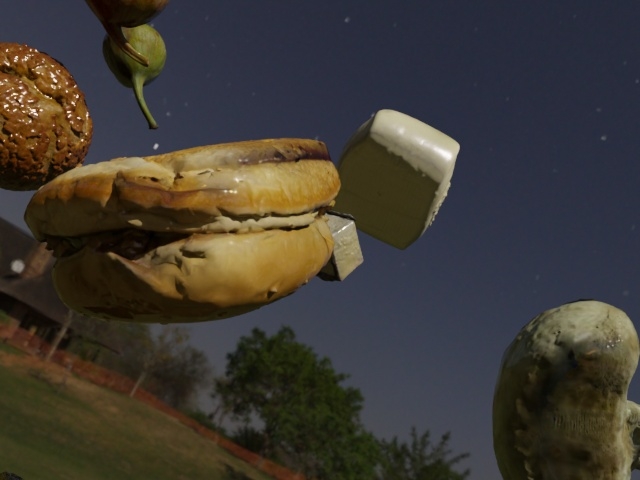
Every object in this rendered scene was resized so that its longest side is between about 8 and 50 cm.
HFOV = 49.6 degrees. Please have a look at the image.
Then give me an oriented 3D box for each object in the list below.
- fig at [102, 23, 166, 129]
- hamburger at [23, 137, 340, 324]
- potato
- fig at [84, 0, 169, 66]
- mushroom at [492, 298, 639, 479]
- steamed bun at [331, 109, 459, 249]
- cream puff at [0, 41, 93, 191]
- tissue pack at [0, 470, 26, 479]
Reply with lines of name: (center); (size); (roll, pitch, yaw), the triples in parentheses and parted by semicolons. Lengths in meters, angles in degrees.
fig: (-0.395, -0.352, 1.495); (0.149, 0.245, 0.149); (-13, -22, -5)
hamburger: (-0.134, -0.016, 0.748); (0.305, 0.174, 0.284); (-1, 14, 36)
potato: (-0.001, 0.000, 0.965); (0.122, 0.061, 0.086); (20, -53, 50)
fig: (-0.371, -0.452, 1.284); (0.175, 0.207, 0.175); (22, 9, -4)
mushroom: (0.362, 0.259, 0.992); (0.248, 0.343, 0.130); (14, 8, 31)
steamed bun: (0.131, -0.118, 1.239); (0.200, 0.154, 0.250); (27, -45, 4)
cream puff: (-0.553, -0.238, 1.293); (0.212, 0.302, 0.303); (-27, -47, 27)
tissue pack: (-0.487, 0.440, 0.928); (0.271, 0.192, 0.134); (-27, -55, 29)
